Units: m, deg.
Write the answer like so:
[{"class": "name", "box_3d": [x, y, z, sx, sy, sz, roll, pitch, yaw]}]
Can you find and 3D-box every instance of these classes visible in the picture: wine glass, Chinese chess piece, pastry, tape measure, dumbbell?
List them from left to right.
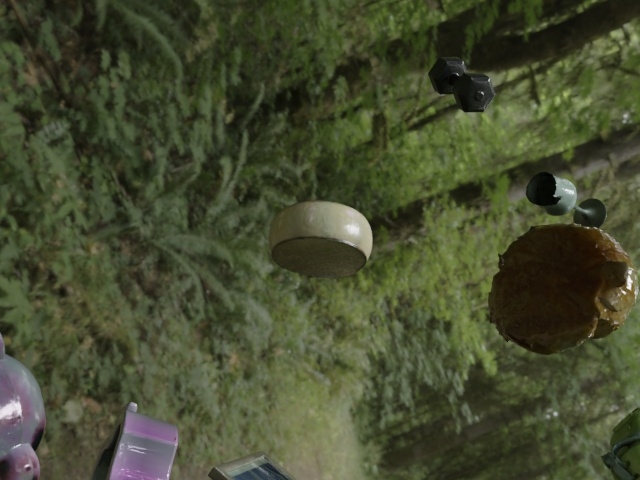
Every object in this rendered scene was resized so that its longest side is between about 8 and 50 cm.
[{"class": "Chinese chess piece", "box_3d": [0.000, 0.000, 0.914, 0.122, 0.122, 0.051, 69, 23, -63]}, {"class": "dumbbell", "box_3d": [0.137, -0.152, 0.760, 0.083, 0.040, 0.036, -121, -149, -58]}, {"class": "pastry", "box_3d": [0.348, 0.067, 1.151, 0.100, 0.218, 0.229, 46, 25, -40]}, {"class": "wine glass", "box_3d": [0.499, -0.078, 1.587, 0.195, 0.079, 0.079, 19, 38, -39]}, {"class": "tape measure", "box_3d": [0.417, 0.271, 0.925, 0.177, 0.087, 0.154, 34, 36, 2]}]

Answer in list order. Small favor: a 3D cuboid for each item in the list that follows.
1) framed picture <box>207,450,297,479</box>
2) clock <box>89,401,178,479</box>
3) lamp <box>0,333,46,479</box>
[{"class": "framed picture", "box_3d": [-0.022, 0.384, 1.059, 0.260, 0.023, 0.189, 36, 2, 18]}, {"class": "clock", "box_3d": [-0.349, 0.458, 1.364, 0.338, 0.102, 0.339, -161, -90, -74]}, {"class": "lamp", "box_3d": [-0.557, 0.277, 1.150, 0.247, 0.301, 0.247, 2, 66, -58]}]
